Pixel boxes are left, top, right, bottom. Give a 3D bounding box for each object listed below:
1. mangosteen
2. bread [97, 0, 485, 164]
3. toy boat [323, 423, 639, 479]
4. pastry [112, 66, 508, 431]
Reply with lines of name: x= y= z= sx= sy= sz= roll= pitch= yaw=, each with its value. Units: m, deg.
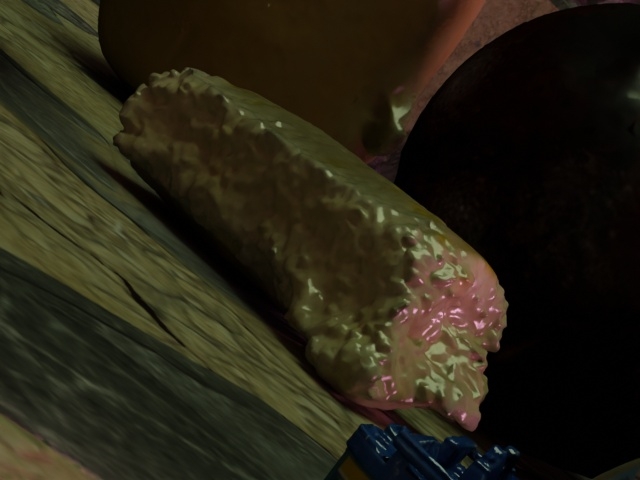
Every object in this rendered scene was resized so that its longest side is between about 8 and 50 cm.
mangosteen: x=0.189 y=-0.010 z=0.984 sx=0.297 sy=0.293 sz=0.297 roll=15 pitch=34 yaw=-10
bread: x=-0.002 y=-0.239 z=1.317 sx=0.253 sy=0.376 sz=0.348 roll=36 pitch=7 yaw=-12
toy boat: x=0.091 y=0.091 z=0.471 sx=0.175 sy=0.110 sz=0.091 roll=41 pitch=6 yaw=18
pastry: x=-0.005 y=-0.002 z=0.830 sx=0.121 sy=0.089 sz=0.258 roll=16 pitch=15 yaw=-42
